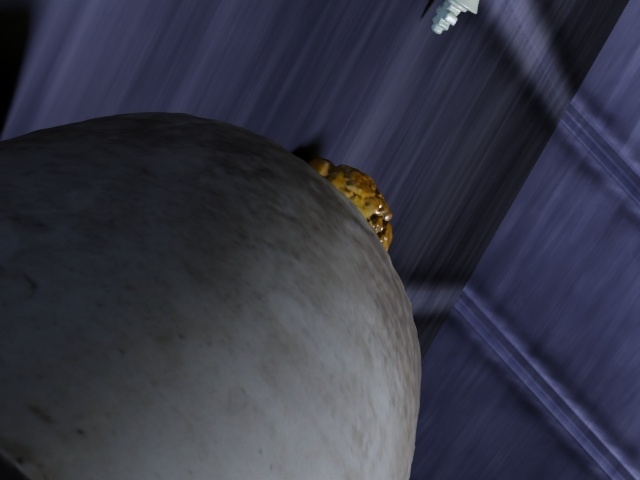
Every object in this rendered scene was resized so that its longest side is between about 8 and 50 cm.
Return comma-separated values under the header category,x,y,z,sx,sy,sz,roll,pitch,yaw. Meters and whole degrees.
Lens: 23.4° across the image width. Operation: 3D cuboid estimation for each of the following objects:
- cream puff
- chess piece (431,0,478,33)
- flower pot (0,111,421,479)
category,x,y,z,sx,sy,sz,roll,pitch,yaw
cream puff,0.002,0.004,1.200,0.126,0.103,0.144,-65,173,27
chess piece,0.137,-0.236,1.281,0.149,0.059,0.059,-53,170,13
flower pot,-0.102,0.103,0.564,0.294,0.293,0.330,-64,171,28
